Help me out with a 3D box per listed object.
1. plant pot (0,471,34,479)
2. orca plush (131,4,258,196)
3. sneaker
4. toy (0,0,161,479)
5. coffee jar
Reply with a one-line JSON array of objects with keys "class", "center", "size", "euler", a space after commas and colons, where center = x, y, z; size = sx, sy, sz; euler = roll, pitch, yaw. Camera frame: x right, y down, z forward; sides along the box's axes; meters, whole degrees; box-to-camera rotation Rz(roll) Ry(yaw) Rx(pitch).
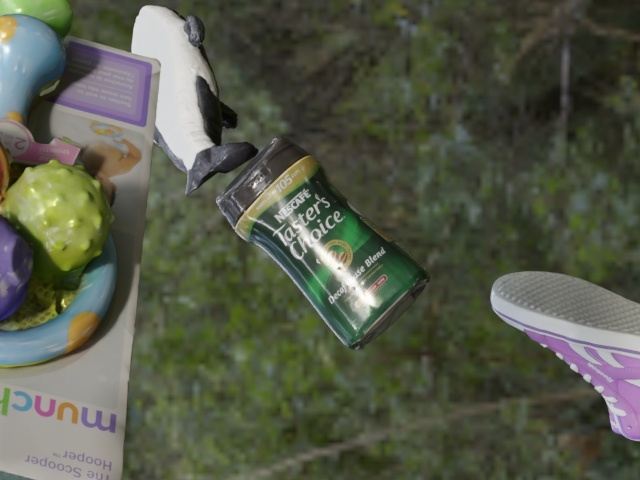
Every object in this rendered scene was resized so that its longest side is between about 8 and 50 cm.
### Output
[{"class": "plant pot", "center": [-0.276, 0.270, 1.241], "size": [0.252, 0.247, 0.248], "euler": [53, -143, -9]}, {"class": "orca plush", "center": [-0.119, -0.150, 1.797], "size": [0.287, 0.102, 0.151], "euler": [47, 117, 52]}, {"class": "sneaker", "center": [0.313, 0.143, 1.892], "size": [0.102, 0.282, 0.161], "euler": [-57, -17, -56]}, {"class": "toy", "center": [-0.131, -0.022, 0.681], "size": [0.237, 0.137, 0.056], "euler": [-91, 23, -43]}, {"class": "coffee jar", "center": [0.000, 0.000, 1.448], "size": [0.096, 0.184, 0.079], "euler": [-46, -12, 4]}]
